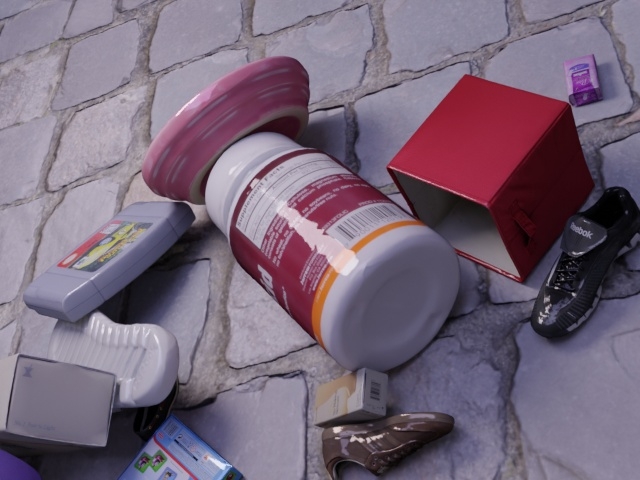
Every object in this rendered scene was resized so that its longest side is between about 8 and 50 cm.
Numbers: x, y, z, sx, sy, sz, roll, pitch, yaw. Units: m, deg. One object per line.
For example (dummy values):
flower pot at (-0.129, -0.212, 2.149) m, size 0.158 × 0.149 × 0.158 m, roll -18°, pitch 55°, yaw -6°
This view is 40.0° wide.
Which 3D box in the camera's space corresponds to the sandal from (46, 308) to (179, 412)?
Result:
sandal at (-0.331, 0.205, 1.421) m, size 0.416 × 0.102 × 0.169 m, roll 4°, pitch 75°, yaw 52°

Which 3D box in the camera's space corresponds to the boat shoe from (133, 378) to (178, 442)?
boat shoe at (-0.259, 0.251, 1.384) m, size 0.049 × 0.042 × 0.133 m, roll -11°, pitch 50°, yaw 26°

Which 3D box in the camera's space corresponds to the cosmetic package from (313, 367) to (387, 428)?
cosmetic package at (0.040, 0.217, 1.194) m, size 0.115 × 0.041 × 0.060 m, roll -33°, pitch 43°, yaw 48°

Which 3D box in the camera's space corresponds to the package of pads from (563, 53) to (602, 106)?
package of pads at (0.413, -0.254, 1.387) m, size 0.050 × 0.032 × 0.083 m, roll -15°, pitch 50°, yaw 24°

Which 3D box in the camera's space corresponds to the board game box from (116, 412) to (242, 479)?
board game box at (-0.233, 0.377, 1.270) m, size 0.160 × 0.039 × 0.211 m, roll 28°, pitch 72°, yaw 42°

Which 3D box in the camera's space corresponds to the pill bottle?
pill bottle at (0.000, 0.000, 1.300) m, size 0.224 × 0.224 × 0.392 m, roll -43°, pitch 46°, yaw -6°

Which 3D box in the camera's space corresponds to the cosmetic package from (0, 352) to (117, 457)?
cosmetic package at (-0.460, 0.259, 1.336) m, size 0.309 × 0.160 × 0.113 m, roll -19°, pitch 59°, yaw 47°

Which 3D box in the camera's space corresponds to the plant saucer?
plant saucer at (-0.142, -0.169, 1.488) m, size 0.332 × 0.332 × 0.084 m, roll -38°, pitch 78°, yaw -1°

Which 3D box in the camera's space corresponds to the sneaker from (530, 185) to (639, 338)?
sneaker at (0.345, 0.020, 1.161) m, size 0.078 × 0.106 × 0.234 m, roll 29°, pitch 73°, yaw 43°

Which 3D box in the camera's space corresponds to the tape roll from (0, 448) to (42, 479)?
tape roll at (-0.567, 0.356, 1.319) m, size 0.275 × 0.275 × 0.090 m, roll -3°, pitch 55°, yaw 29°

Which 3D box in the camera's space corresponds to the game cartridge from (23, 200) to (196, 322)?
game cartridge at (-0.364, 0.027, 1.539) m, size 0.196 × 0.060 × 0.294 m, roll 7°, pitch 42°, yaw 47°

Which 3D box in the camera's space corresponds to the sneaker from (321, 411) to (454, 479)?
sneaker at (0.091, 0.272, 1.157) m, size 0.188 × 0.066 × 0.071 m, roll -16°, pitch 66°, yaw 26°

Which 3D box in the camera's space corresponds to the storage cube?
storage cube at (0.248, -0.090, 1.252) m, size 0.215 × 0.183 × 0.193 m, roll 26°, pitch 70°, yaw 42°
